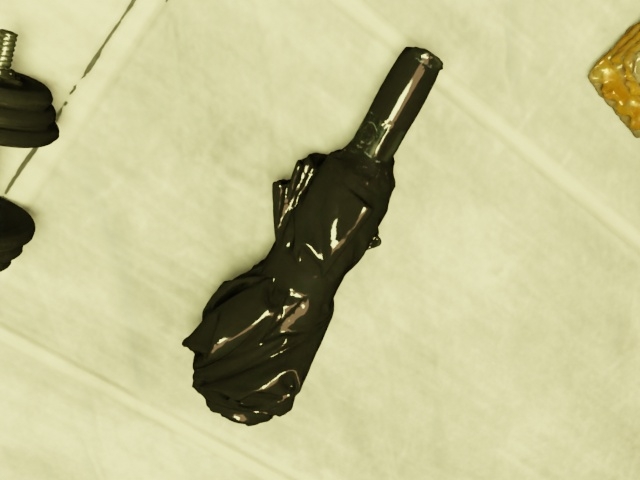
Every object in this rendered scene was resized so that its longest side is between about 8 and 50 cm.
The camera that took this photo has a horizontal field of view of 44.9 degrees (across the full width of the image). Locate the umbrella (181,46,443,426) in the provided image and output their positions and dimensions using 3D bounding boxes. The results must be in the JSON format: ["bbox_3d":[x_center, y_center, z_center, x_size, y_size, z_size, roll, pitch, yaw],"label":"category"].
[{"bbox_3d":[0.000,0.000,0.628,0.118,0.118,0.340,27,104,-18],"label":"umbrella"}]

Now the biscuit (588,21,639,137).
[{"bbox_3d":[0.381,-0.240,0.611,0.094,0.054,0.379,41,102,-21],"label":"biscuit"}]

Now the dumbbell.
[{"bbox_3d":[-0.251,-0.052,0.568,0.099,0.099,0.209,16,108,-15],"label":"dumbbell"}]
